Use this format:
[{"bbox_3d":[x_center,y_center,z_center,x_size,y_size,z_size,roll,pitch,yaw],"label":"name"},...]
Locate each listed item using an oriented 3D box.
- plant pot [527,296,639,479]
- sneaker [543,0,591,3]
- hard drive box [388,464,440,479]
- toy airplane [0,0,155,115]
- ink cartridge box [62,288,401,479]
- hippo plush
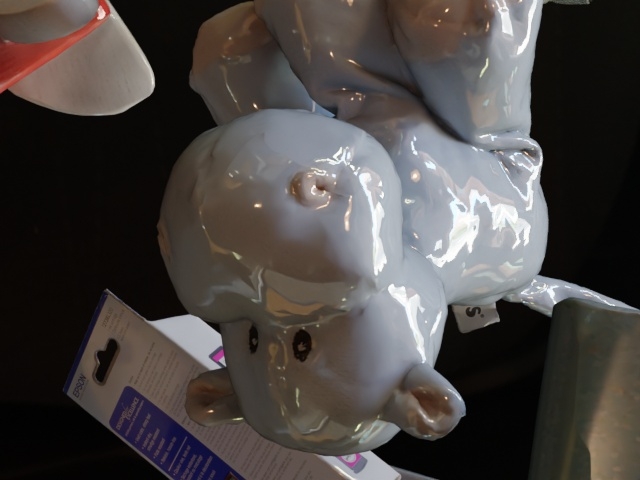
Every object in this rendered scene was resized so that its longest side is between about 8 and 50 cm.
[{"bbox_3d":[0.174,0.186,0.449,0.248,0.247,0.252,14,80,13],"label":"plant pot"},{"bbox_3d":[0.101,-0.218,0.860,0.146,0.330,0.122,-2,83,13],"label":"sneaker"},{"bbox_3d":[0.089,0.312,1.528,0.181,0.232,0.089,36,68,-67],"label":"hard drive box"},{"bbox_3d":[-0.289,-0.057,0.822,0.386,0.384,0.272,-43,132,-48],"label":"toy airplane"},{"bbox_3d":[-0.104,0.210,1.421,0.371,0.069,0.175,36,127,9],"label":"ink cartridge box"},{"bbox_3d":[0.000,0.000,0.691,0.236,0.234,0.294,-50,129,-41],"label":"hippo plush"}]
